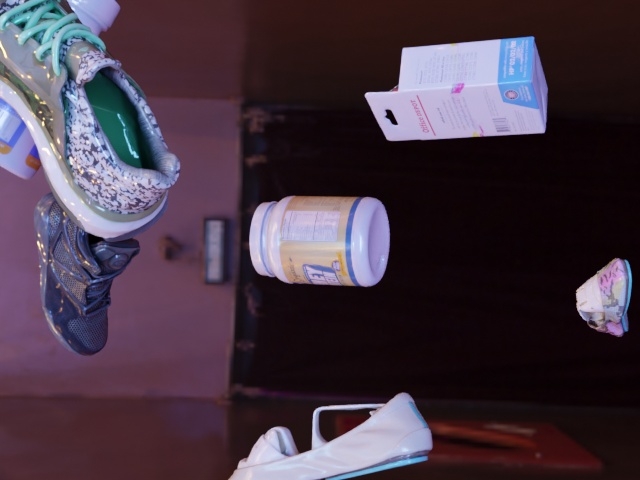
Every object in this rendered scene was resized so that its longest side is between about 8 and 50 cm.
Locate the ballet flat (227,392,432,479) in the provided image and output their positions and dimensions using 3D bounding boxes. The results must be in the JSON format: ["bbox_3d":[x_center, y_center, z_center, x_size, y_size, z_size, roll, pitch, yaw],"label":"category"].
[{"bbox_3d":[-0.009,0.213,1.092,0.086,0.248,0.086,-21,-90,-76],"label":"ballet flat"}]

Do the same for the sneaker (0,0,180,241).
[{"bbox_3d":[-0.272,-0.197,1.183,0.410,0.158,0.182,54,146,-11],"label":"sneaker"}]

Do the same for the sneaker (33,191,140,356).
[{"bbox_3d":[-0.296,0.054,1.413,0.087,0.130,0.227,-23,-63,-47],"label":"sneaker"}]

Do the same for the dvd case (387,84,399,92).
[{"bbox_3d":[0.134,-0.209,1.396,0.119,0.087,0.013,-32,86,52],"label":"dvd case"}]

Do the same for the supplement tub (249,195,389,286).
[{"bbox_3d":[0.000,0.000,1.774,0.144,0.199,0.144,1,-90,-69],"label":"supplement tub"}]

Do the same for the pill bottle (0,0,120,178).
[{"bbox_3d":[-0.390,-0.233,1.486,0.272,0.152,0.152,-59,-1,-4],"label":"pill bottle"}]

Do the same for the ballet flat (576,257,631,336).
[{"bbox_3d":[0.429,0.093,1.660,0.221,0.079,0.077,61,-154,-63],"label":"ballet flat"}]

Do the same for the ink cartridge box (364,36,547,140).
[{"bbox_3d":[0.150,-0.163,1.200,0.104,0.181,0.061,55,-142,-57],"label":"ink cartridge box"}]
